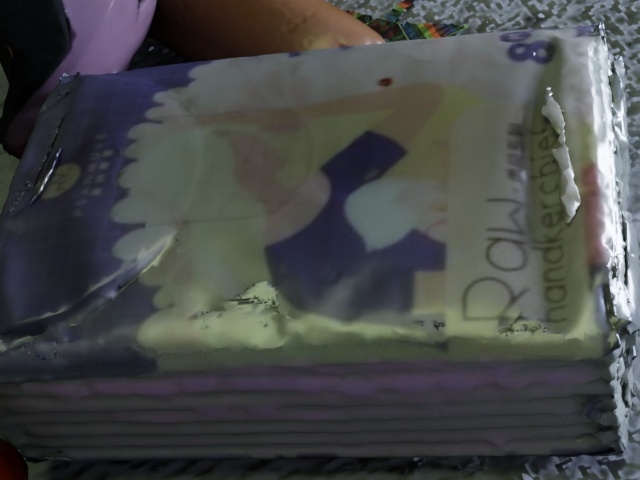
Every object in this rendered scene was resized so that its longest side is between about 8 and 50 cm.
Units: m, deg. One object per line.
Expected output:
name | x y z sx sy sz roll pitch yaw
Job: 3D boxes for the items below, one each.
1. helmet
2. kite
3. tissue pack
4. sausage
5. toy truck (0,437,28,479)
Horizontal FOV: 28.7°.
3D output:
helmet | -0.178 -0.185 0.834 0.154 0.253 0.198 -21 62 -3
kite | 0.042 -0.151 0.905 0.122 0.004 0.090 19 57 30
tissue pack | 0.000 0.000 0.699 0.343 0.125 0.242 -3 47 12
sausage | -0.064 -0.158 0.892 0.086 0.086 0.289 -40 51 -19
toy truck | -0.280 0.139 0.580 0.265 0.239 0.189 -6 47 10
